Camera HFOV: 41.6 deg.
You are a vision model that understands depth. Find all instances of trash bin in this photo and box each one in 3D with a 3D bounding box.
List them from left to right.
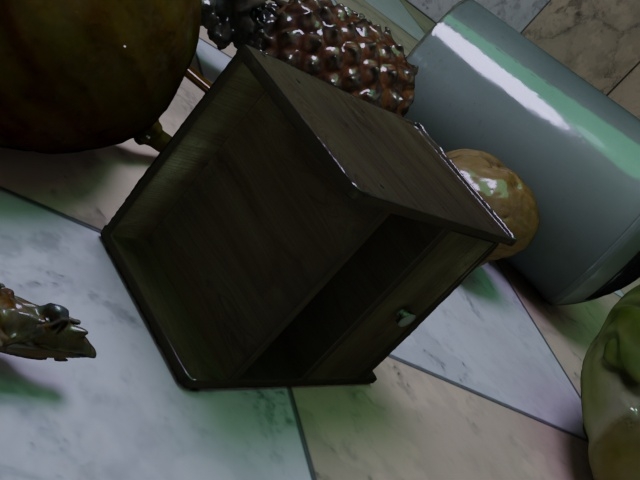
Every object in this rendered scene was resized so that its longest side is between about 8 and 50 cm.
[{"bbox_3d":[0.301,-0.113,1.193,0.432,0.280,0.280,41,22,7],"label":"trash bin"}]

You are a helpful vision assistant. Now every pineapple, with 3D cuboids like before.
[{"bbox_3d":[-0.055,-0.225,0.957,0.361,0.175,0.175,22,29,-30],"label":"pineapple"}]

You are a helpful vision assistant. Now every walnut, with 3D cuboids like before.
[{"bbox_3d":[0.183,-0.037,1.032,0.166,0.149,0.166,22,-5,2],"label":"walnut"}]

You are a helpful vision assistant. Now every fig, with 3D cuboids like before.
[{"bbox_3d":[-0.155,-0.130,0.620,0.217,0.217,0.321,58,5,34],"label":"fig"}]

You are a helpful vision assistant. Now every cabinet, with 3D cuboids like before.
[{"bbox_3d":[0.000,0.000,0.604,0.215,0.175,0.148,12,37,-53],"label":"cabinet"}]

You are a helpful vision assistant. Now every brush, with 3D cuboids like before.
[{"bbox_3d":[-0.158,-0.198,0.924,0.170,0.014,0.043,39,24,-9],"label":"brush"}]

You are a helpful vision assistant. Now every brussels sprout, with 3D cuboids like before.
[{"bbox_3d":[0.401,0.190,0.844,0.328,0.247,0.328,20,24,-10],"label":"brussels sprout"}]

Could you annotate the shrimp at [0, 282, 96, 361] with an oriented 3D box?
[{"bbox_3d":[-0.204,0.048,0.355,0.251,0.052,0.144,11,47,-39],"label":"shrimp"}]
